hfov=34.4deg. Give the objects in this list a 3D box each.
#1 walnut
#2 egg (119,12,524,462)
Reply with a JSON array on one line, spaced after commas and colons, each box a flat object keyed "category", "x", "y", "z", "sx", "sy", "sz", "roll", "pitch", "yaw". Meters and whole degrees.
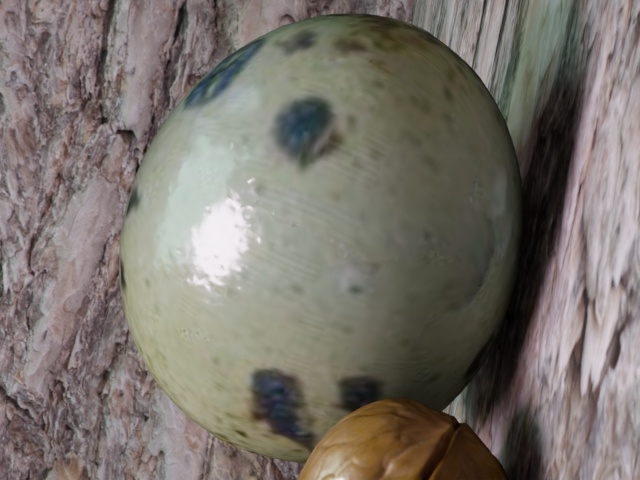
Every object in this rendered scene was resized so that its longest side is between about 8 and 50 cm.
[{"category": "walnut", "x": 0.057, "y": 0.213, "z": 0.754, "sx": 0.167, "sy": 0.167, "sz": 0.207, "roll": -83, "pitch": 10, "yaw": -61}, {"category": "egg", "x": 0.000, "y": 0.000, "z": 0.896, "sx": 0.428, "sy": 0.345, "sz": 0.345, "roll": 102, "pitch": 177, "yaw": -47}]
